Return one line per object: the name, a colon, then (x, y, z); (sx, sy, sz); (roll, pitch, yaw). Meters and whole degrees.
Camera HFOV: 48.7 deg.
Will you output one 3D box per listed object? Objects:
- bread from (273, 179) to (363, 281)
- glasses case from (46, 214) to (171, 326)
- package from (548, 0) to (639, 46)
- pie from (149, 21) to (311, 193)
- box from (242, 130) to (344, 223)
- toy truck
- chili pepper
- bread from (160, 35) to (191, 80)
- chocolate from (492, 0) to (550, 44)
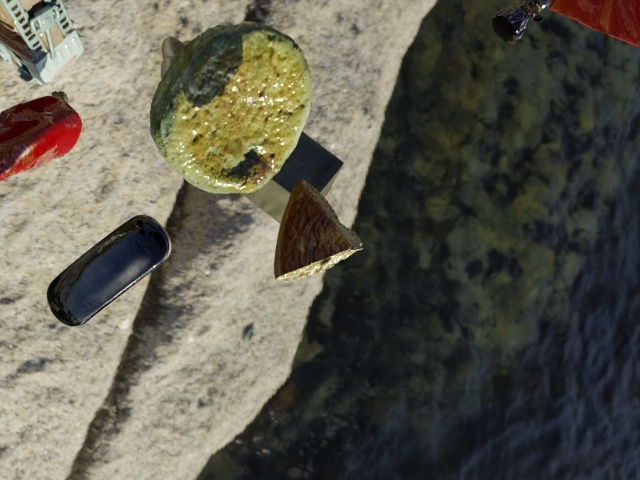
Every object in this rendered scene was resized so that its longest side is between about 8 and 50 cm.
bread: (-0.020, 0.009, 1.019); (0.136, 0.154, 0.054); (-51, 141, 14)
glasses case: (-0.459, 0.067, 1.527); (0.314, 0.075, 0.122); (-37, 88, 10)
package: (0.423, -0.206, 0.676); (0.195, 0.423, 0.123); (-7, 128, -36)
pie: (-0.132, -0.203, 1.095); (0.276, 0.078, 0.277); (-19, 122, -34)
box: (-0.092, -0.161, 1.578); (0.231, 0.155, 0.149); (37, 62, 3)
toy truck: (-0.496, -0.386, 1.167); (0.162, 0.305, 0.136); (39, 74, 11)
chili pepper: (-0.463, -0.163, 1.120); (0.110, 0.388, 0.110); (1, 111, 2)
bread: (-0.281, -0.346, 1.707); (0.316, 0.054, 0.316); (49, 25, -33)
chocolate: (0.384, -0.417, 1.273); (0.147, 0.072, 0.070); (-32, 120, -8)
